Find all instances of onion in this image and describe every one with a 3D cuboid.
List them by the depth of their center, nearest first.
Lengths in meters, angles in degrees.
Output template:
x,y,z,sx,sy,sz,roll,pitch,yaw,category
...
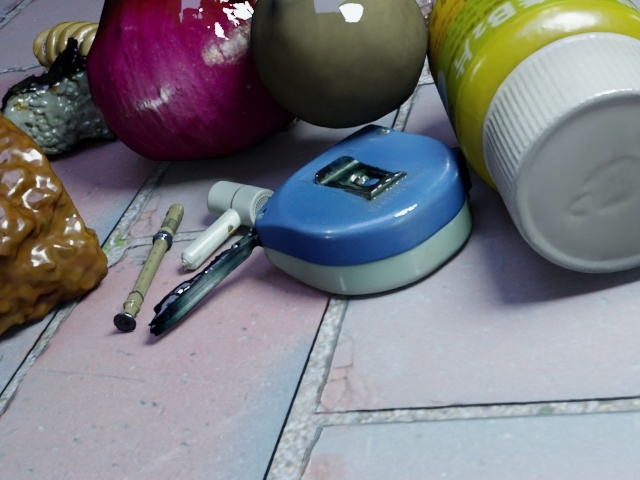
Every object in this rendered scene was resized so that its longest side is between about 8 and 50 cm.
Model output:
x,y,z,sx,sy,sz,roll,pitch,yaw,category
-0.170,-0.297,1.413,0.348,0.385,0.347,-29,20,12,onion

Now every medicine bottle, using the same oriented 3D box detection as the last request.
x,y,z,sx,sy,sz,roll,pitch,yaw,category
0.240,-0.146,1.098,0.224,0.224,0.384,-15,32,5,medicine bottle

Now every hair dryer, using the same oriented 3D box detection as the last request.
x,y,z,sx,sy,sz,roll,pitch,yaw,category
-0.119,-0.014,1.258,0.082,0.047,0.137,12,49,42,hair dryer

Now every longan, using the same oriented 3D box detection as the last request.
x,y,z,sx,sy,sz,roll,pitch,yaw,category
0.022,-0.217,1.210,0.197,0.196,0.220,-27,16,-15,longan

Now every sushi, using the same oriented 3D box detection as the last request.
x,y,z,sx,sy,sz,roll,pitch,yaw,category
-0.379,-0.210,1.611,0.213,0.147,0.115,-24,31,-2,sushi

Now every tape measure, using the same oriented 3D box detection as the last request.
x,y,z,sx,sy,sz,roll,pitch,yaw,category
0.000,0.000,1.121,0.351,0.097,0.215,-38,35,-27,tape measure

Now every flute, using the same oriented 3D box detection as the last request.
x,y,z,sx,sy,sz,roll,pitch,yaw,category
-0.191,0.024,1.246,0.027,0.027,0.233,-9,31,15,flute

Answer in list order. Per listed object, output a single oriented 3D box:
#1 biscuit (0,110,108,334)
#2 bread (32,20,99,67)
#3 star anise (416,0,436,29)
x,y,z,sx,sy,sz,roll,pitch,yaw,category
-0.491,-0.001,1.225,0.395,0.166,0.343,-32,52,-21,biscuit
-0.360,-0.311,1.759,0.225,0.081,0.134,12,15,43,bread
0.173,-0.345,1.588,0.195,0.065,0.182,-7,49,19,star anise
